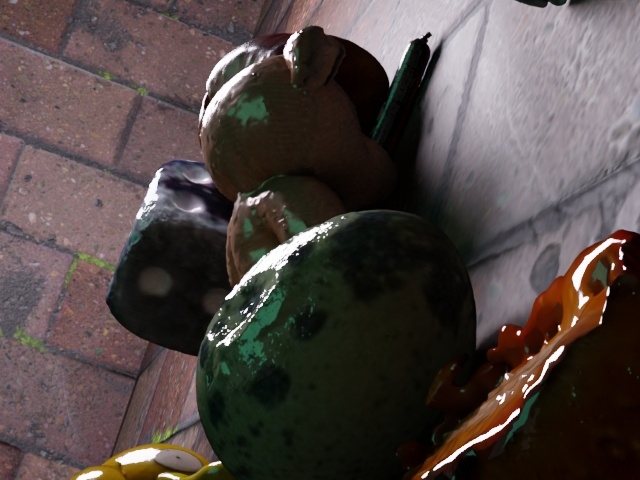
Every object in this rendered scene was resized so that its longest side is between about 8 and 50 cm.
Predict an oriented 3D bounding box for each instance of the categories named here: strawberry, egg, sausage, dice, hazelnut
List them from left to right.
[{"bbox_3d":[-0.148,0.021,1.290,0.182,0.183,0.181,-87,19,-63],"label":"dice"},{"bbox_3d":[-0.019,-0.116,1.011,0.204,0.178,0.178,-48,24,50],"label":"hazelnut"},{"bbox_3d":[0.011,0.063,0.568,0.182,0.141,0.141,-55,17,25],"label":"egg"},{"bbox_3d":[0.055,-0.090,0.922,0.028,0.025,0.198,-124,56,-73],"label":"sausage"},{"bbox_3d":[0.087,0.072,0.389,0.121,0.082,0.188,-53,-4,-19],"label":"strawberry"}]

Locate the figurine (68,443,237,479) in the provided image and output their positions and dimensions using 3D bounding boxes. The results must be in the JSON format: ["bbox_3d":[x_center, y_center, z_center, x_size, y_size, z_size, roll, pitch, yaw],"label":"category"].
[{"bbox_3d":[-0.119,0.251,0.759,0.228,0.215,0.215,-61,4,-37],"label":"figurine"}]

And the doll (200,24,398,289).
[{"bbox_3d":[0.000,0.000,0.837,0.201,0.156,0.303,-28,71,61],"label":"doll"}]

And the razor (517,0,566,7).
[{"bbox_3d":[0.166,-0.219,0.551,0.232,0.068,0.106,-29,42,66],"label":"razor"}]
